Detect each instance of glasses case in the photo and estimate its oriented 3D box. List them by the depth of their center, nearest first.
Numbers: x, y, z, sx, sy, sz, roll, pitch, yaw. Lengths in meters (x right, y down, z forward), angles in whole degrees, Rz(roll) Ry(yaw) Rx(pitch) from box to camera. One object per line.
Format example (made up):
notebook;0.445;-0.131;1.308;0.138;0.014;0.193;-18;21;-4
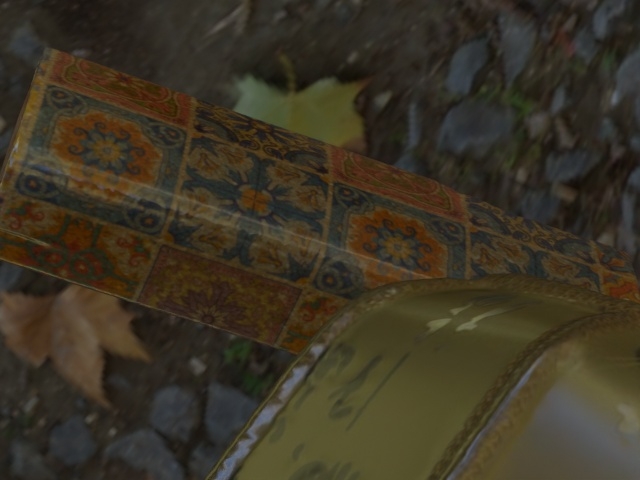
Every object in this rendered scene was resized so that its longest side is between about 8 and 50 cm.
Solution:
glasses case;0.000;0.000;0.609;0.218;0.075;0.049;18;126;-11

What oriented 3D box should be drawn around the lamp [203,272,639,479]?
lamp;0.031;0.108;0.348;0.161;0.161;0.185;30;77;3
